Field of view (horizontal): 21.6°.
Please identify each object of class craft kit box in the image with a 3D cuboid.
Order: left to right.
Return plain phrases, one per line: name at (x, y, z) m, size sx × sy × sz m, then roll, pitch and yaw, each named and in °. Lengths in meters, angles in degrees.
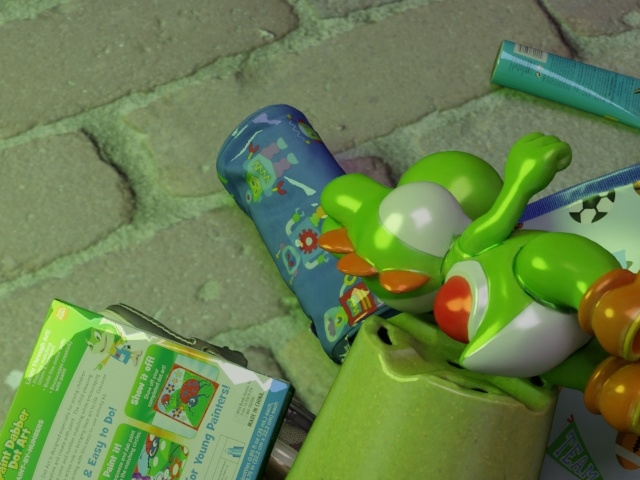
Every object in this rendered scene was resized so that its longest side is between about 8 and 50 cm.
craft kit box at (-0.181, 0.211, 1.572) m, size 0.246 × 0.061 × 0.250 m, roll 20°, pitch 82°, yaw 7°

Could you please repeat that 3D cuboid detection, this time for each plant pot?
plant pot at (0.085, 0.210, 1.465) m, size 0.276 × 0.254 × 0.276 m, roll 17°, pitch 16°, yaw -5°

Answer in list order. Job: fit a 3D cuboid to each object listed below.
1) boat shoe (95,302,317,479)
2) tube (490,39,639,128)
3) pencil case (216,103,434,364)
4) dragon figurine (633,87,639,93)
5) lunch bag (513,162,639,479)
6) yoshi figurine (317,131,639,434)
boat shoe at (-0.104, 0.151, 1.663) m, size 0.285 × 0.103 × 0.092 m, roll 35°, pitch 52°, yaw 16°
tube at (0.306, -0.183, 1.974) m, size 0.207 × 0.052 × 0.080 m, roll 17°, pitch 59°, yaw 1°
pencil case at (0.000, 0.000, 1.769) m, size 0.119 × 0.133 × 0.306 m, roll 15°, pitch 36°, yaw -53°
dragon figurine at (0.490, -0.107, 1.835) m, size 0.289 × 0.144 × 0.085 m, roll 39°, pitch 87°, yaw -3°
lunch bag at (0.304, 0.112, 1.578) m, size 0.385 × 0.239 × 0.328 m, roll -21°, pitch 69°, yaw 26°
yoshi figurine at (0.168, 0.012, 1.448) m, size 0.362 × 0.203 × 0.204 m, roll 27°, pitch 92°, yaw 35°
